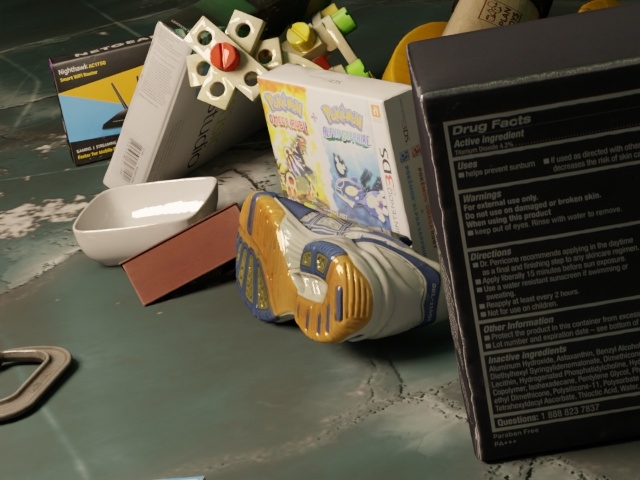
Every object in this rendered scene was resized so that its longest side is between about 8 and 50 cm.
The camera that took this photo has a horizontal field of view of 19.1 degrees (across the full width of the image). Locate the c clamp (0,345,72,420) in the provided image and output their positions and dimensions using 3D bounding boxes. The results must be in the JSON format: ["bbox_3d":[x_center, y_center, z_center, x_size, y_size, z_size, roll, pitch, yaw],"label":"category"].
[{"bbox_3d":[-0.303,0.130,1.707,0.137,0.022,0.161,-1,23,26],"label":"c clamp"}]

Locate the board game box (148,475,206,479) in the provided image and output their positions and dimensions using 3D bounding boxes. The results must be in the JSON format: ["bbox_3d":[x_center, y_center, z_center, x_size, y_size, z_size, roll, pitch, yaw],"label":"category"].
[{"bbox_3d":[-0.167,0.215,1.402,0.154,0.026,0.103,-6,21,12],"label":"board game box"}]

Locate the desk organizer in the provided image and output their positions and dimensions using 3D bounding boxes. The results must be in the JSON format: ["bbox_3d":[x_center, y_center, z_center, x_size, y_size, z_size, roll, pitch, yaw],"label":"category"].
[{"bbox_3d":[-0.127,0.017,1.877,0.130,0.050,0.047,-28,-12,-4],"label":"desk organizer"}]

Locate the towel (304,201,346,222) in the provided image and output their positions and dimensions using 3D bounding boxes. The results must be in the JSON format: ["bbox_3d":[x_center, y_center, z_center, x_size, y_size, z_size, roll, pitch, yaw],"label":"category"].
[{"bbox_3d":[0.000,0.000,1.845,0.009,0.060,0.083,5,15,-30],"label":"towel"}]

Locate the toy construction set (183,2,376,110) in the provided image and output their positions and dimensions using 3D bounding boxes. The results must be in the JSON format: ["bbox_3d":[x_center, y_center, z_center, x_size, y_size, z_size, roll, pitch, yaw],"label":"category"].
[{"bbox_3d":[-0.008,-0.175,2.077,0.151,0.215,0.328,-35,-11,21],"label":"toy construction set"}]

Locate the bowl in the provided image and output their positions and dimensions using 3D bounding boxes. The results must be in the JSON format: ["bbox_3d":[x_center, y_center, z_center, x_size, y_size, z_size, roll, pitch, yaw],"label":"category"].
[{"bbox_3d":[-0.178,-0.017,1.995,0.142,0.053,0.142,-6,21,13],"label":"bowl"}]

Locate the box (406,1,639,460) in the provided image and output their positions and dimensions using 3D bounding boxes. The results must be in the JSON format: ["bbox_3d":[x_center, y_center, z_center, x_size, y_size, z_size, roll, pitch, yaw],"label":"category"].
[{"bbox_3d":[0.235,-0.021,1.448,0.296,0.294,0.182,-9,20,2],"label":"box"}]

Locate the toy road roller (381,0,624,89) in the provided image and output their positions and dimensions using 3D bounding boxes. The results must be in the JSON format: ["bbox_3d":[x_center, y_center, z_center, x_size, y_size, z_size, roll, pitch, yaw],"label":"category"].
[{"bbox_3d":[0.217,-0.105,1.858,0.330,0.240,0.202,26,48,-1],"label":"toy road roller"}]

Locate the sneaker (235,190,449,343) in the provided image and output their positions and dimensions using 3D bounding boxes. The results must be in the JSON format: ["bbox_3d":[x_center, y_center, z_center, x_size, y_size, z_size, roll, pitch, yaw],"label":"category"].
[{"bbox_3d":[0.017,0.030,1.737,0.131,0.111,0.296,0,17,-24],"label":"sneaker"}]

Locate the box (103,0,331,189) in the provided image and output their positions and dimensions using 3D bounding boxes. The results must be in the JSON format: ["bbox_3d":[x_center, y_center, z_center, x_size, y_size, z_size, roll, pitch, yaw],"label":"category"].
[{"bbox_3d":[-0.108,-0.195,2.203,0.058,0.232,0.322,34,38,14],"label":"box"}]

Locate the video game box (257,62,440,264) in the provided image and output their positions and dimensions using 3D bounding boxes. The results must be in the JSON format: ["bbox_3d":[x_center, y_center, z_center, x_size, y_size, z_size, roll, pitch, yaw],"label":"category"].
[{"bbox_3d":[0.030,-0.068,1.833,0.048,0.187,0.205,-23,23,-31],"label":"video game box"}]

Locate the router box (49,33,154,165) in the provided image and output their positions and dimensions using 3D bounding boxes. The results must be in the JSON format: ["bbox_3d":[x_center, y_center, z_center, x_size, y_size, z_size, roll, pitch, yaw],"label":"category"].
[{"bbox_3d":[-0.232,-0.178,2.338,0.179,0.133,0.046,-15,20,-10],"label":"router box"}]
